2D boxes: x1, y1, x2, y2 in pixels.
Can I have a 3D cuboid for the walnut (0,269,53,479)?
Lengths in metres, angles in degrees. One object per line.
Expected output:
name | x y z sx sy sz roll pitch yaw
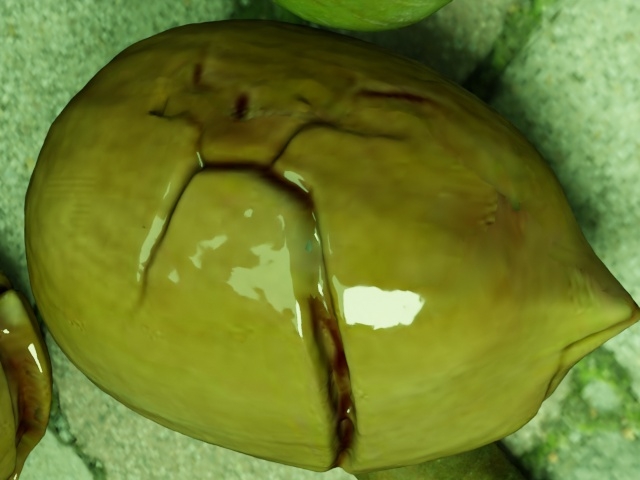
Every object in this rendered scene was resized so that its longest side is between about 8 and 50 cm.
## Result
walnut | -0.300 0.044 1.087 0.336 0.209 0.209 36 124 27

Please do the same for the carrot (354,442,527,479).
carrot | 0.011 0.072 0.943 0.342 0.070 0.070 44 127 25

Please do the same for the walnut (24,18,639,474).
walnut | 0.000 0.000 0.836 0.298 0.203 0.203 9 110 28

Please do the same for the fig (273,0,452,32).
fig | -0.028 -0.154 0.778 0.149 0.245 0.149 14 110 42
